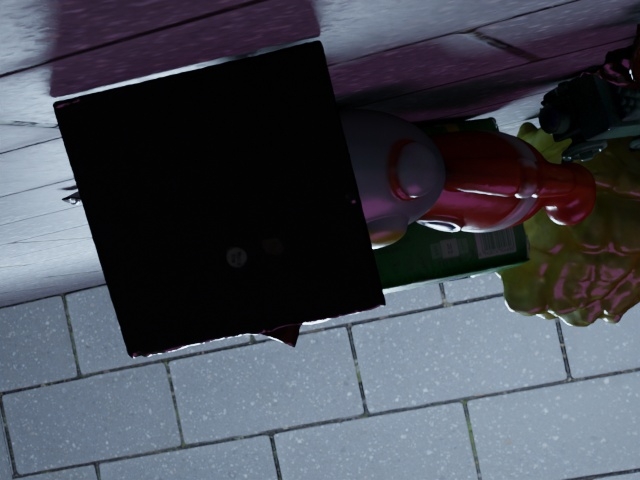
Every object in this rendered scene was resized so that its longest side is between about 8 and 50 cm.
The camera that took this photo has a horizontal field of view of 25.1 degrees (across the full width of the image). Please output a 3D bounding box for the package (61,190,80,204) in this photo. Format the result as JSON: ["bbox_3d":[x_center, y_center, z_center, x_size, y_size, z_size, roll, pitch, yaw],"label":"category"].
[{"bbox_3d":[-0.170,-0.046,1.260,0.110,0.015,0.037,-11,179,6],"label":"package"}]

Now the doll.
[{"bbox_3d":[0.068,-0.043,1.109,0.336,0.105,0.200,3,179,-43],"label":"doll"}]

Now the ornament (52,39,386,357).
[{"bbox_3d":[-0.040,-0.036,0.874,0.153,0.166,0.196,-11,-167,11],"label":"ornament"}]

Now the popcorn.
[{"bbox_3d":[0.265,-0.023,1.471,0.195,0.255,0.256,26,167,10],"label":"popcorn"}]

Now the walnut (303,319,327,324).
[{"bbox_3d":[-0.001,-0.002,1.490,0.230,0.178,0.178,-25,-173,-39],"label":"walnut"}]

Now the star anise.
[{"bbox_3d":[0.260,-0.127,0.947,0.157,0.053,0.212,-12,176,25],"label":"star anise"}]

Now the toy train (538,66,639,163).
[{"bbox_3d":[0.261,-0.113,1.208,0.172,0.070,0.099,-9,169,-39],"label":"toy train"}]

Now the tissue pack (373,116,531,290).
[{"bbox_3d":[0.059,-0.023,1.330,0.209,0.148,0.156,-10,176,-38],"label":"tissue pack"}]
